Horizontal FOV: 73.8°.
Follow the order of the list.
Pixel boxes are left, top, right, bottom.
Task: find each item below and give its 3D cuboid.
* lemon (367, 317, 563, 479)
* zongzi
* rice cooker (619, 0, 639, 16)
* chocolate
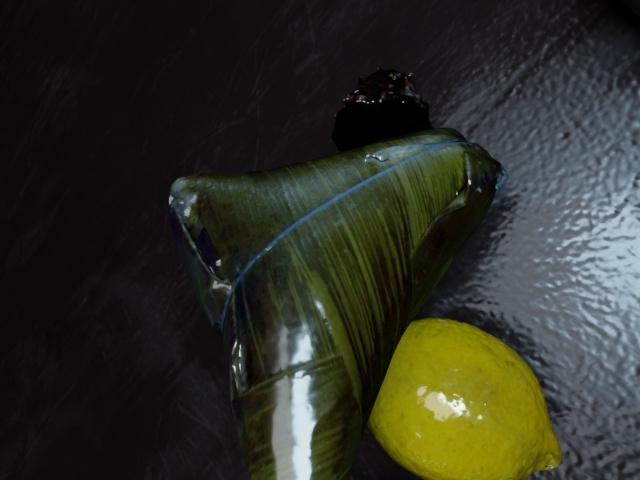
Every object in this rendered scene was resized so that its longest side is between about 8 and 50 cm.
[{"bbox_3d":[0.151,0.189,0.510,0.257,0.188,0.188,22,96,20],"label":"lemon"},{"bbox_3d":[0.079,0.066,0.451,0.404,0.207,0.432,-18,50,-11],"label":"zongzi"},{"bbox_3d":[0.407,-0.356,0.394,0.317,0.264,0.316,-36,29,24],"label":"rice cooker"},{"bbox_3d":[0.101,-0.193,0.636,0.156,0.156,0.133,-7,51,28],"label":"chocolate"}]
